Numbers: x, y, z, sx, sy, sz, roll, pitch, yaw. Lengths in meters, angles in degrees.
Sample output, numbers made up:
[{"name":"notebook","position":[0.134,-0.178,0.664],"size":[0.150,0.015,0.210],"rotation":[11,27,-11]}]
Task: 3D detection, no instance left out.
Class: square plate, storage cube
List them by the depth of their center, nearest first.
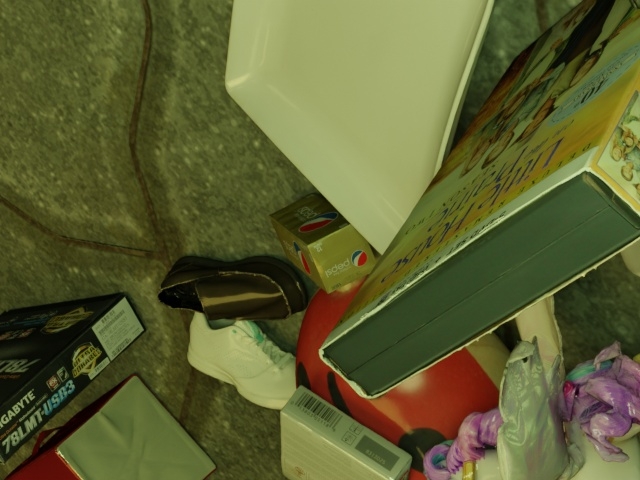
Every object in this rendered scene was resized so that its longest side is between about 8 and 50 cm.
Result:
[{"name":"square plate","position":[0.031,-0.192,1.253],"size":[0.344,0.049,0.347],"rotation":[47,143,33]},{"name":"storage cube","position":[-0.305,0.337,1.898],"size":[0.215,0.183,0.193],"rotation":[51,137,-4]}]

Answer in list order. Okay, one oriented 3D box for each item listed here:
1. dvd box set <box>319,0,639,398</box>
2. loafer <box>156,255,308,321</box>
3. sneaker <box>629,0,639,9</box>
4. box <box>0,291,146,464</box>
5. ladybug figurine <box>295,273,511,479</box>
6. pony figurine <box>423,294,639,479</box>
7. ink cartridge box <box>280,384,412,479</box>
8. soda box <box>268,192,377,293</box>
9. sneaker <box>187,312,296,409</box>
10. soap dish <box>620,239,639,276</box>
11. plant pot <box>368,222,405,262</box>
[{"name":"dvd box set","position":[0.185,-0.088,1.001],"size":[0.062,0.420,0.307],"rotation":[42,139,-7]},{"name":"loafer","position":[-0.111,0.070,1.615],"size":[0.220,0.078,0.080],"rotation":[0,121,39]},{"name":"sneaker","position":[0.243,-0.325,0.917],"size":[0.146,0.343,0.134],"rotation":[-16,158,16]},{"name":"box","position":[-0.430,0.188,1.803],"size":[0.295,0.293,0.073],"rotation":[-8,115,43]},{"name":"ladybug figurine","position":[0.108,0.228,1.497],"size":[0.305,0.162,0.449],"rotation":[-13,112,44]},{"name":"pony figurine","position":[0.260,0.170,1.255],"size":[0.363,0.303,0.351],"rotation":[1,124,10]},{"name":"ink cartridge box","position":[0.026,0.246,1.440],"size":[0.145,0.045,0.179],"rotation":[31,154,17]},{"name":"soda box","position":[0.000,0.000,1.415],"size":[0.058,0.061,0.181],"rotation":[66,171,-16]},{"name":"sneaker","position":[-0.082,0.140,1.655],"size":[0.212,0.080,0.094],"rotation":[19,120,29]},{"name":"soap dish","position":[0.355,-0.002,1.064],"size":[0.229,0.118,0.291],"rotation":[28,179,20]},{"name":"plant pot","position":[0.102,-0.005,1.375],"size":[0.096,0.109,0.109],"rotation":[21,133,42]}]
